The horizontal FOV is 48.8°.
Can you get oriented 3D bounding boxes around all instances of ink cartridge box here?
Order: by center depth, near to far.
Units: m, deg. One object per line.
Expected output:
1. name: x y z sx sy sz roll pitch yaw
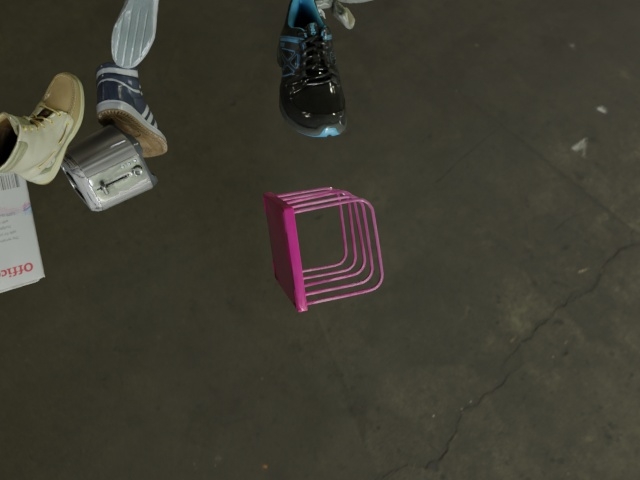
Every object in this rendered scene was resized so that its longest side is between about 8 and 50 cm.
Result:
1. ink cartridge box: -0.689 -0.048 1.361 0.131 0.307 0.226 6 16 37

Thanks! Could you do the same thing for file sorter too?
1. file sorter: 0.000 0.000 1.478 0.182 0.290 0.202 -10 102 -10

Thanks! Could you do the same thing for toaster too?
1. toaster: -0.452 -0.155 1.478 0.146 0.129 0.227 -31 36 -19

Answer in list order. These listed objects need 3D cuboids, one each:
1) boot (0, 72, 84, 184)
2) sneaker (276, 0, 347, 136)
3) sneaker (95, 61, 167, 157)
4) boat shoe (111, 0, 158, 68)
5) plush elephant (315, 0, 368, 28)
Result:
1. boot: -0.501 -0.208 1.238 0.077 0.165 0.213 20 91 9
2. sneaker: -0.026 -0.342 1.387 0.124 0.140 0.341 -7 52 -14
3. sneaker: -0.434 -0.304 1.632 0.099 0.282 0.153 -12 74 6
4. boat shoe: -0.367 -0.465 1.452 0.083 0.226 0.076 20 15 -10
5. plush elephant: 0.028 -0.700 1.843 0.271 0.330 0.255 33 7 -18
